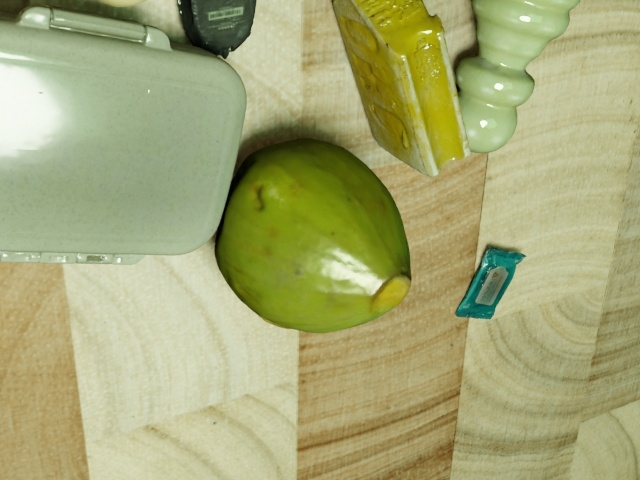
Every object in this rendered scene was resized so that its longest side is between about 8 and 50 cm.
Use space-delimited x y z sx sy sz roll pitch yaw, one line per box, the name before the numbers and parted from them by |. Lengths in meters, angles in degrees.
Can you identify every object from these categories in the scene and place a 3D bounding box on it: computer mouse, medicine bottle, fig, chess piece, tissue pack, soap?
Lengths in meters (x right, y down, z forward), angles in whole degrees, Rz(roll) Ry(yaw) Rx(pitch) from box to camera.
computer mouse | -0.120 -0.294 0.997 0.099 0.057 0.172 -17 134 -26
medicine bottle | -0.273 -0.110 0.950 0.375 0.123 0.282 3 113 -32
fig | 0.000 0.000 1.086 0.239 0.271 0.239 -29 132 -39
chess piece | 0.253 -0.242 1.214 0.144 0.144 0.251 -1 119 -32
tissue pack | 0.286 0.073 1.461 0.085 0.028 0.138 9 113 -32
soap | 0.099 -0.224 1.103 0.080 0.160 0.257 -31 126 -13

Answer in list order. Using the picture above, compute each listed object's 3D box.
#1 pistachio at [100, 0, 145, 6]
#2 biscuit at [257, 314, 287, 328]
pistachio | -0.178 -0.338 0.868 0.229 0.157 0.157 -38 128 -5
biscuit | -0.002 0.064 1.270 0.224 0.033 0.144 -24 124 -19
